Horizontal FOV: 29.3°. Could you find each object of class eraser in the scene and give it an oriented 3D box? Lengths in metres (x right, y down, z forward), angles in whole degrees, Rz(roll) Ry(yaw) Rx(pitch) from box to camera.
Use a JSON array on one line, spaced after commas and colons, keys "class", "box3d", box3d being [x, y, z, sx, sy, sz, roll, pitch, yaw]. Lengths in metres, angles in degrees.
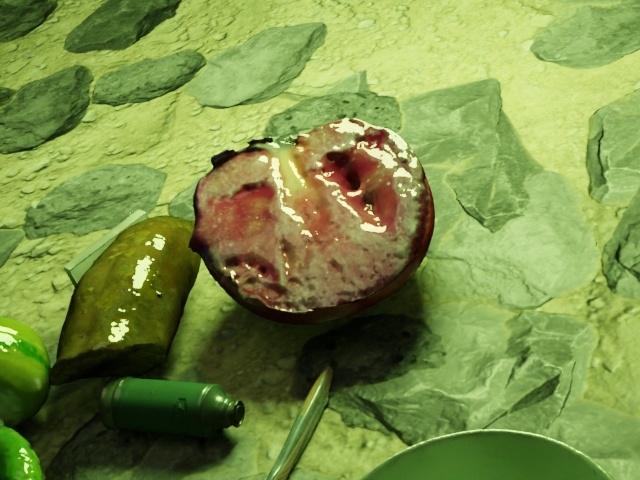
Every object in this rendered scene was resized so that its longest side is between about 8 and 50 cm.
[{"class": "eraser", "box3d": [-0.303, 0.035, 1.828, 0.150, 0.104, 0.023, -40, 40, -26]}]

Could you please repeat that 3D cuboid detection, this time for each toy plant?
[{"class": "toy plant", "box3d": [-0.447, 0.265, 1.578, 0.224, 0.184, 0.316, -13, 52, 17]}]

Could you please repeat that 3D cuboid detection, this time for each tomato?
[{"class": "tomato", "box3d": [-0.004, 0.003, 1.683, 0.334, 0.176, 0.290, -18, 57, 2]}]

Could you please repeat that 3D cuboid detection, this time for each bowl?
[{"class": "bowl", "box3d": [0.158, 0.337, 1.174, 0.307, 0.163, 0.307, -13, 36, 10]}]

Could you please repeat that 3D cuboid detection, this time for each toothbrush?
[{"class": "toothbrush", "box3d": [-0.053, 0.286, 1.453, 0.037, 0.028, 0.375, -4, 39, 32]}]

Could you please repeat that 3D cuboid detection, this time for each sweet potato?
[{"class": "sweet potato", "box3d": [-0.259, 0.069, 1.728, 0.157, 0.158, 0.370, -5, 40, 20]}]

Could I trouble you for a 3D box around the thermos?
[{"class": "thermos", "box3d": [-0.184, 0.218, 1.575, 0.187, 0.083, 0.073, 2, 63, 25]}]
